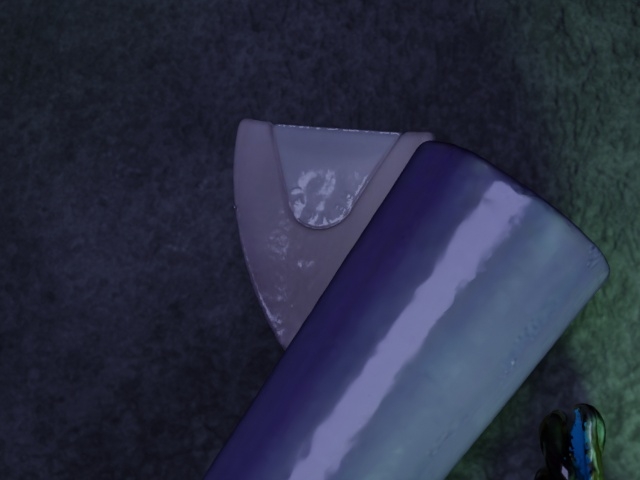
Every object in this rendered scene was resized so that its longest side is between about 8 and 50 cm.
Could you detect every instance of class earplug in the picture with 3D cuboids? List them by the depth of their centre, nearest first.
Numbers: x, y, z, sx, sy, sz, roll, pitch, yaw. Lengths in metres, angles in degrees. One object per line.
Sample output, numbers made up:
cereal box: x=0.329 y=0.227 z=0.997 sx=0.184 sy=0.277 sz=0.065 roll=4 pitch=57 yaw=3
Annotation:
earplug: x=0.052 y=0.144 z=1.584 sx=0.215 sy=0.215 sz=0.456 roll=34 pitch=82 yaw=18

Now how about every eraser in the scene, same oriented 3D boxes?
eraser: x=0.000 y=0.000 z=1.729 sx=0.204 sy=0.059 sz=0.243 roll=6 pitch=76 yaw=14

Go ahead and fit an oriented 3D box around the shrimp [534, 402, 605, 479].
shrimp: x=0.294 y=0.359 z=1.561 sx=0.221 sy=0.110 sz=0.445 roll=-19 pitch=77 yaw=3
